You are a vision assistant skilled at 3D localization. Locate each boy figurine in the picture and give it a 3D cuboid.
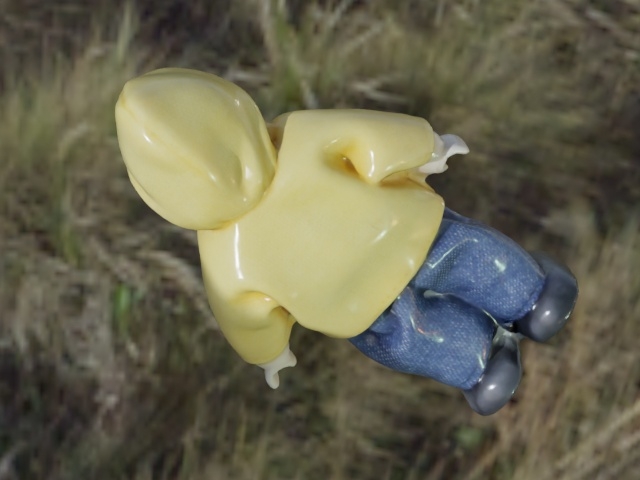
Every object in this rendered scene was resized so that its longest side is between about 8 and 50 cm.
[{"bbox_3d":[0.000,0.000,1.060,0.285,0.177,0.092,27,14,-21],"label":"boy figurine"}]
